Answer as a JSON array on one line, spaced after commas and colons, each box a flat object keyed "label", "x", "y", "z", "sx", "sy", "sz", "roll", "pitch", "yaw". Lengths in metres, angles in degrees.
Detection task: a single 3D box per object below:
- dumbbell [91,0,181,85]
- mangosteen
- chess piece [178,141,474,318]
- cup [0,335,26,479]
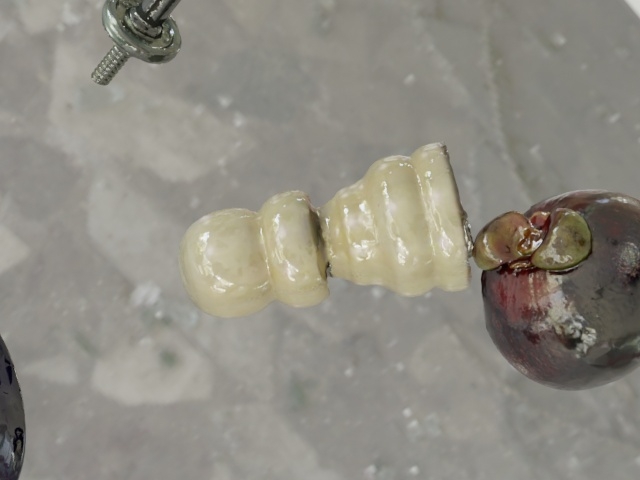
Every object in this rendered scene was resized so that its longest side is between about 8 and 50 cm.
[{"label": "dumbbell", "x": -0.125, "y": -0.221, "z": 1.403, "sx": 0.081, "sy": 0.254, "sz": 0.082, "roll": 29, "pitch": 36, "yaw": -24}, {"label": "mangosteen", "x": 0.175, "y": 0.028, "z": 1.138, "sx": 0.152, "sy": 0.152, "sz": 0.152, "roll": 19, "pitch": 52, "yaw": -27}, {"label": "chess piece", "x": 0.000, "y": 0.000, "z": 1.468, "sx": 0.260, "sy": 0.143, "sz": 0.143, "roll": -10, "pitch": 63, "yaw": -1}, {"label": "cup", "x": -0.350, "y": 0.136, "z": 0.945, "sx": 0.256, "sy": 0.255, "sz": 0.178, "roll": -21, "pitch": 94, "yaw": -56}]
